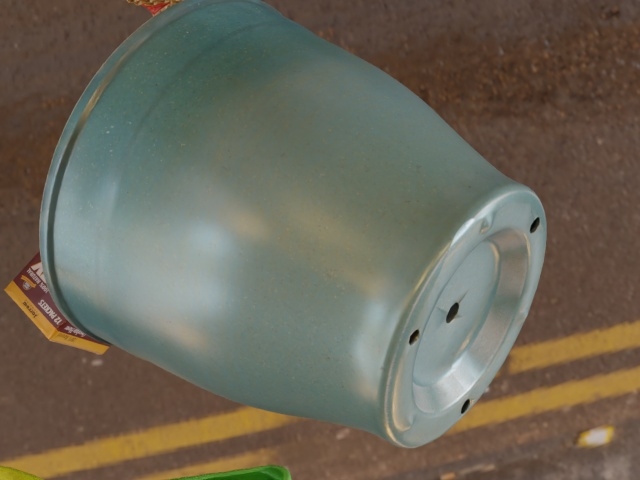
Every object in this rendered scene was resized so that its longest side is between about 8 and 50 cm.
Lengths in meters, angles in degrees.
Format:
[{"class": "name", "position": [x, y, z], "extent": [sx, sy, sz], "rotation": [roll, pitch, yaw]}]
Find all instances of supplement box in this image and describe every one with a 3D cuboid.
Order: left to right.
[{"class": "supplement box", "position": [-0.386, 0.070, 2.004], "extent": [0.194, 0.129, 0.191], "rotation": [-47, 159, 2]}]

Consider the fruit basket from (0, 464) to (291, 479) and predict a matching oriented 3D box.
[{"class": "fruit basket", "position": [-0.207, 0.303, 0.952], "extent": [0.283, 0.392, 0.392], "rotation": [-15, 147, 33]}]

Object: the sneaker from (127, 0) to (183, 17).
[{"class": "sneaker", "position": [-0.152, -0.266, 1.174], "extent": [0.070, 0.083, 0.185], "rotation": [-6, 168, 19]}]

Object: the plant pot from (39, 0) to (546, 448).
[{"class": "plant pot", "position": [0.000, 0.000, 0.797], "extent": [0.272, 0.255, 0.271], "rotation": [-37, 141, -38]}]
